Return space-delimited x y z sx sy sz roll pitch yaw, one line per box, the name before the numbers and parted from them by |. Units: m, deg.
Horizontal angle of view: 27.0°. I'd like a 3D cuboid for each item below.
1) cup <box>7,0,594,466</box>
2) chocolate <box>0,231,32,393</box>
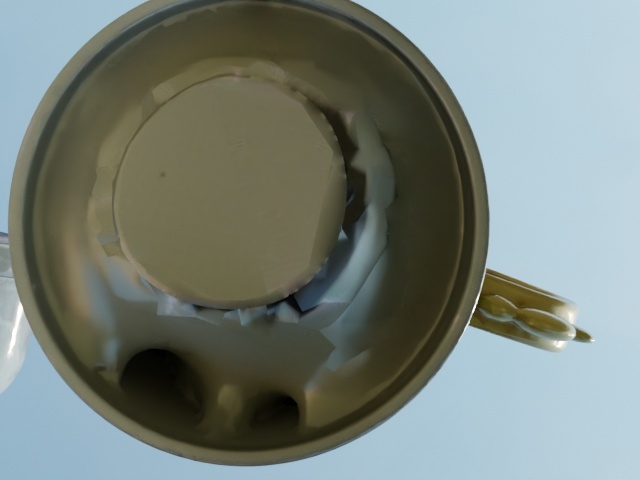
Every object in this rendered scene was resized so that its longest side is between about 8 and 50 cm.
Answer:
cup | 0.000 0.000 0.600 0.241 0.185 0.226 21 -178 -1
chocolate | -0.284 0.049 0.958 0.221 0.147 0.221 15 178 1
